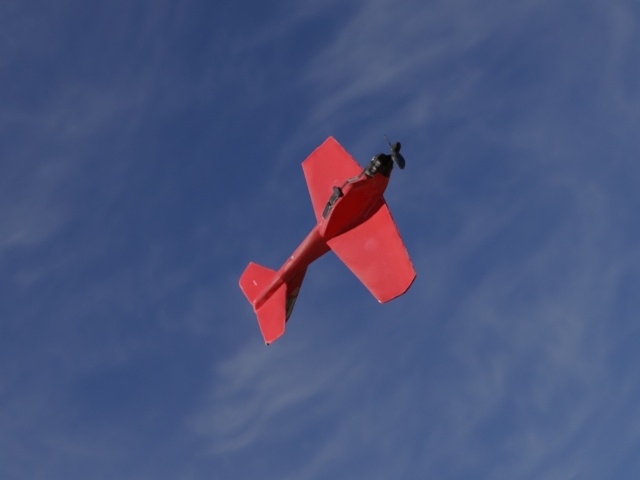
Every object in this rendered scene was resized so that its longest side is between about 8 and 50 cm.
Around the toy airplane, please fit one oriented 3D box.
[{"bbox_3d":[0.000,0.000,0.926,0.028,0.151,0.151,23,-61,-34],"label":"toy airplane"}]
